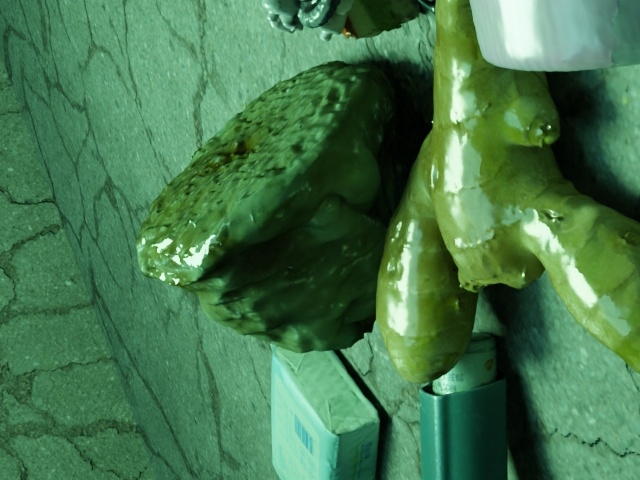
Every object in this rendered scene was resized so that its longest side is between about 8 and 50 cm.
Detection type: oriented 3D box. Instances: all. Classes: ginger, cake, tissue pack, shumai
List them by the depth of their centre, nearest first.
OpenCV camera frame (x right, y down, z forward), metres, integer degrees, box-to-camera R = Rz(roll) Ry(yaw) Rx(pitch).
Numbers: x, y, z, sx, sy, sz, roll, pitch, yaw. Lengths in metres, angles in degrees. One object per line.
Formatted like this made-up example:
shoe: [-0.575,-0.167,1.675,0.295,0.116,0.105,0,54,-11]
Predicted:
ginger: [0.131,-0.053,0.980,0.363,0.122,0.348,166,90,-68]
cake: [0.003,-0.280,1.118,0.220,0.086,0.116,42,147,52]
shumai: [0.000,0.000,1.173,0.263,0.309,0.304,52,175,-23]
tissue pack: [0.004,0.268,1.566,0.177,0.089,0.263,53,154,40]

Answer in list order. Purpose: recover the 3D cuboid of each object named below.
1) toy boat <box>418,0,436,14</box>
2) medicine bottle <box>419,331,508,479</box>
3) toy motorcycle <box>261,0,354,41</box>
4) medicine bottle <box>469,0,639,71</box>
toy boat: [0.107,-0.242,0.953,0.055,0.060,0.141,42,147,7]
medicine bottle: [0.157,0.219,1.158,0.079,0.124,0.258,-169,74,-70]
toy motorcycle: [0.004,-0.295,1.014,0.171,0.110,0.260,-10,67,65]
medicine bottle: [0.146,-0.296,0.594,0.219,0.219,0.388,21,127,62]
